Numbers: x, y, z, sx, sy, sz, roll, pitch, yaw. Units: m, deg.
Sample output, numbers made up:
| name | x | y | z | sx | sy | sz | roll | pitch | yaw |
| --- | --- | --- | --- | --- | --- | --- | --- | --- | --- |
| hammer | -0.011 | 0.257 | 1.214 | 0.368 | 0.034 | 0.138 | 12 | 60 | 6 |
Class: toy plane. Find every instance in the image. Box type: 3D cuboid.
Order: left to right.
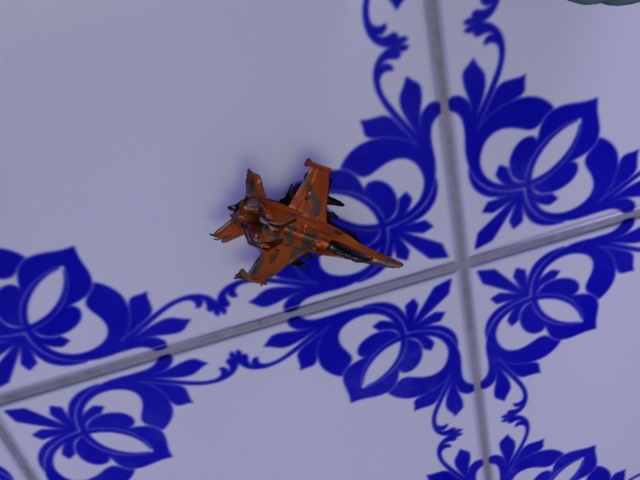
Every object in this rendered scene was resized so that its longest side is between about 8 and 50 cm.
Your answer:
| name | x | y | z | sx | sy | sz | roll | pitch | yaw |
| --- | --- | --- | --- | --- | --- | --- | --- | --- | --- |
| toy plane | -0.004 | -0.007 | 0.730 | 0.188 | 0.062 | 0.135 | 12 | 119 | -37 |

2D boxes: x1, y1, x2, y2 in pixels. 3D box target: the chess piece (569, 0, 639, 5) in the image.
| name | x | y | z | sx | sy | sz | roll | pitch | yaw |
| --- | --- | --- | --- | --- | --- | --- | --- | --- | --- |
| chess piece | 0.099 | -0.261 | 0.524 | 0.298 | 0.175 | 0.175 | 7 | 121 | -14 |
